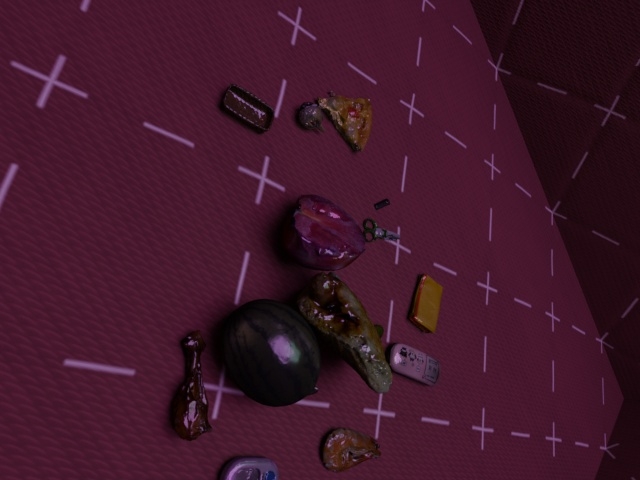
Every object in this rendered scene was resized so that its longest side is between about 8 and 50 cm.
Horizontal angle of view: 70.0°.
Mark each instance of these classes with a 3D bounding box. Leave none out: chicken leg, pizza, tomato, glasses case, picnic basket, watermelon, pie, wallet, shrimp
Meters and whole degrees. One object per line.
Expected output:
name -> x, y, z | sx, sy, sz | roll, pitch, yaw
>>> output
chicken leg -> -0.367, 0.411, 1.315 | 0.113, 0.093, 0.305 | 25, 56, -52
pizza -> 0.105, -0.517, 1.891 | 0.287, 0.075, 0.280 | 15, 71, -37
tomato -> -0.002, 0.005, 1.586 | 0.289, 0.176, 0.335 | 26, 30, -12
glasses case -> 0.396, 0.519, 1.910 | 0.314, 0.075, 0.122 | 30, 66, -31
picnic basket -> -0.256, -0.456, 1.596 | 0.193, 0.054, 0.110 | 28, 65, -32
watermelon -> -0.140, 0.345, 1.378 | 0.279, 0.278, 0.359 | -46, 114, -36
pie -> 0.093, 0.305, 1.525 | 0.180, 0.395, 0.418 | -35, 82, 3
wallet -> 0.465, 0.278, 2.032 | 0.141, 0.067, 0.241 | 36, 56, -23
shrimp -> 0.120, 0.763, 1.651 | 0.294, 0.062, 0.154 | 23, 79, -31

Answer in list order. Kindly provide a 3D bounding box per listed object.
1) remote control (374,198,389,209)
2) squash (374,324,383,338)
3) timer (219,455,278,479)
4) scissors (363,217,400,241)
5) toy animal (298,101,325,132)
remote control -> 0.269, -0.158, 1.987 | 0.091, 0.016, 0.034 | -26, 102, -39
squash -> 0.159, 0.387, 1.752 | 0.258, 0.069, 0.069 | -17, 92, -40
timer -> -0.219, 0.758, 1.365 | 0.190, 0.069, 0.209 | 19, 71, -35
scissors -> 0.262, -0.031, 1.948 | 0.204, 0.027, 0.101 | 12, 76, -35
toy animal -> -0.029, -0.478, 1.769 | 0.137, 0.098, 0.098 | 25, 65, -52
